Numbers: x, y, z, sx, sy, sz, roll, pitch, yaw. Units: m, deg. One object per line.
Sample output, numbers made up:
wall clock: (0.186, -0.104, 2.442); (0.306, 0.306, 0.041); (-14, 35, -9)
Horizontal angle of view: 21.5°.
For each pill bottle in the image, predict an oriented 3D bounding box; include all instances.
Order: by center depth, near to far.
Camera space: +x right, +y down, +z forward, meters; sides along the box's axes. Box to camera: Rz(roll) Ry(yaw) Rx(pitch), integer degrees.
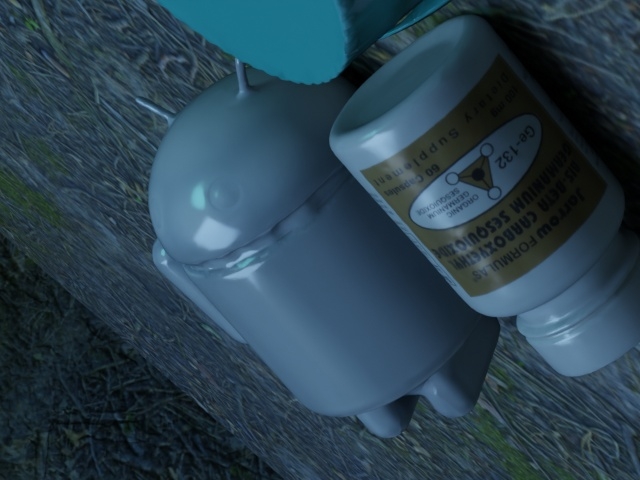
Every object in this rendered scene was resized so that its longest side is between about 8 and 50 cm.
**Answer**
pill bottle: (0.125, -0.024, 1.113); (0.229, 0.131, 0.131); (48, 164, -16)

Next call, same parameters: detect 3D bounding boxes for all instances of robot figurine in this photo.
robot figurine: (0.000, 0.000, 1.356); (0.300, 0.199, 0.353); (-23, 118, 33)

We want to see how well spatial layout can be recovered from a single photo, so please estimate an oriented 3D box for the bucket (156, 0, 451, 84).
bucket: (-0.018, -0.224, 0.846); (0.281, 0.183, 0.281); (40, 164, 14)
